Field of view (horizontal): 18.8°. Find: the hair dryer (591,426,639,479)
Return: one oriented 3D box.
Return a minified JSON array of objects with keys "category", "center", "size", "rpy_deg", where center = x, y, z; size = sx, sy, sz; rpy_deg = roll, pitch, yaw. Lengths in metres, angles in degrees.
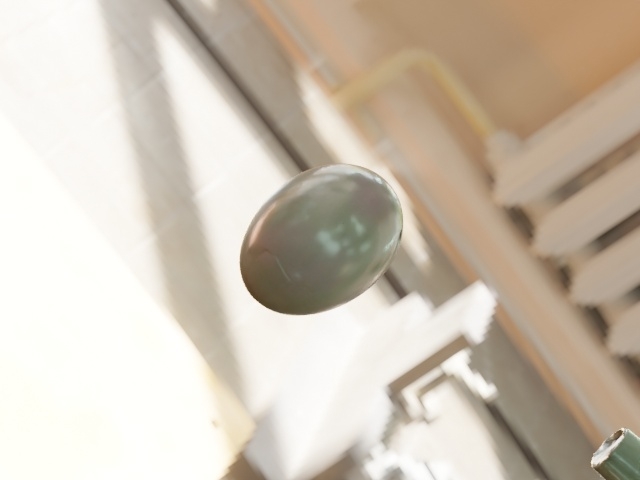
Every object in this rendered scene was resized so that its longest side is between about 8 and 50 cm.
[{"category":"hair dryer","center":[0.350,0.177,1.613],"size":[0.229,0.092,0.267],"rpy_deg":[23,76,-7]}]

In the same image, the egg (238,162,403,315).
[{"category":"egg","center":[0.000,0.000,1.457],"size":[0.103,0.135,0.103],"rpy_deg":[54,0,0]}]
